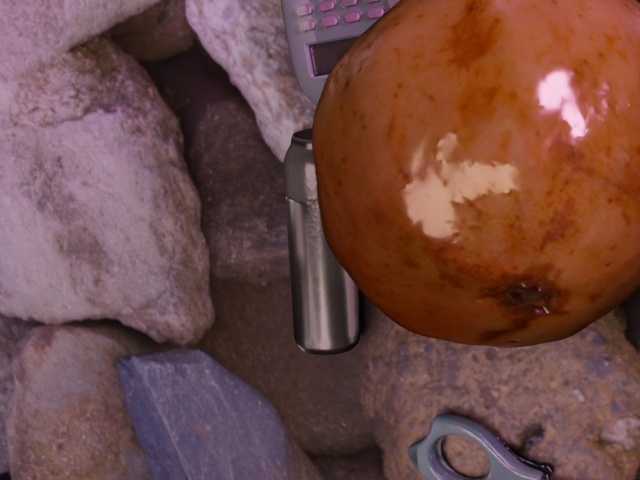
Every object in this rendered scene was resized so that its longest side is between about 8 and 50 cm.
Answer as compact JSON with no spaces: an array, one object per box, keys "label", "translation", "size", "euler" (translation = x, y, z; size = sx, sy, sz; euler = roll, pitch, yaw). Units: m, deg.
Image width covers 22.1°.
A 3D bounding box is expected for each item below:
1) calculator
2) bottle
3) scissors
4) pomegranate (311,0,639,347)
[{"label":"calculator","translation":[0.044,-0.238,1.757],"size":[0.186,0.041,0.298],"euler":[-7,100,32]},{"label":"bottle","translation":[0.000,0.000,1.844],"size":[0.096,0.079,0.253],"euler":[-142,46,-63]},{"label":"scissors","translation":[0.265,0.284,1.811],"size":[0.360,0.029,0.191],"euler":[-1,110,29]},{"label":"pomegranate","translation":[0.175,-0.104,1.560],"size":[0.410,0.410,0.410],"euler":[10,111,28]}]
